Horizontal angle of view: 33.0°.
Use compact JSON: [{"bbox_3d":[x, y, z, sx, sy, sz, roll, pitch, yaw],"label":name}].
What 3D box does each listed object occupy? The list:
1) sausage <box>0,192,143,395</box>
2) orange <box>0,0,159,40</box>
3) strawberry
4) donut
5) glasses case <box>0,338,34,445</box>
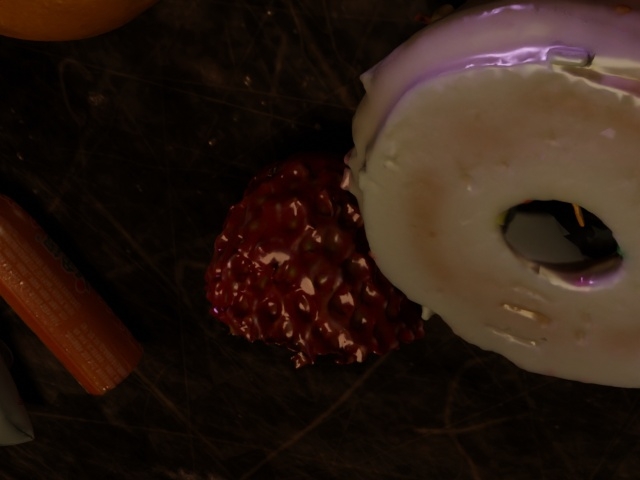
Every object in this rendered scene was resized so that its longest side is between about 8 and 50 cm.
[{"bbox_3d":[-0.339,0.052,1.311,0.093,0.093,0.312,-11,125,37],"label":"sausage"},{"bbox_3d":[-0.194,-0.270,0.764,0.261,0.261,0.261,16,138,15],"label":"orange"},{"bbox_3d":[0.000,0.000,1.032,0.234,0.234,0.178,14,108,16],"label":"strawberry"},{"bbox_3d":[0.206,-0.043,0.856,0.382,0.142,0.383,16,138,15],"label":"donut"},{"bbox_3d":[-0.492,0.175,1.534,0.128,0.083,0.308,7,136,15],"label":"glasses case"}]
